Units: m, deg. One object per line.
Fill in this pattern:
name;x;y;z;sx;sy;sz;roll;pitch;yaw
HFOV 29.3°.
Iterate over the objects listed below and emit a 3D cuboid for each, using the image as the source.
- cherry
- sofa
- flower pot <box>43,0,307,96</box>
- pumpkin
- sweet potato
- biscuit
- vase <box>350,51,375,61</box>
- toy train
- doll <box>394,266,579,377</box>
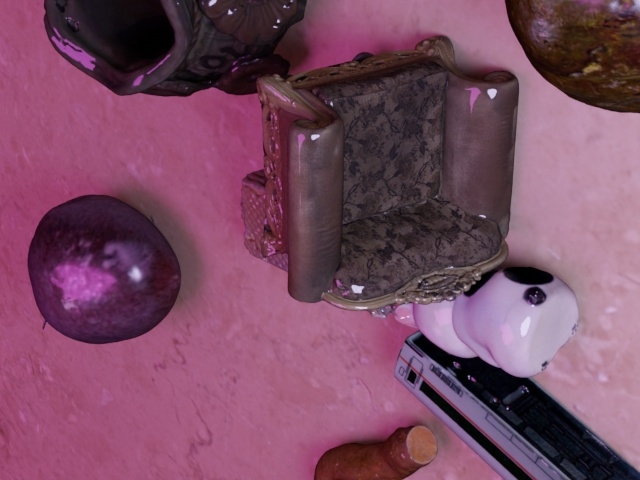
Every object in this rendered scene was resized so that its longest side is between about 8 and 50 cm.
cherry;-0.306;0.043;1.713;0.266;0.183;0.213;-3;117;32
sofa;0.074;-0.065;1.177;0.182;0.258;0.200;35;133;49
flower pot;-0.157;-0.291;1.340;0.302;0.213;0.302;25;126;39
pumpkin;0.222;-0.243;0.940;0.242;0.232;0.325;15;117;46
sweet potato;0.054;0.279;1.534;0.067;0.059;0.281;33;149;-18
biscuit;0.000;0.000;1.443;0.239;0.062;0.108;26;129;39
vase;0.007;-0.137;1.360;0.060;0.060;0.211;56;141;10
toy train;0.247;0.240;1.276;0.407;0.086;0.088;42;135;25
doll;0.173;0.073;1.252;0.180;0.110;0.107;6;135;52
